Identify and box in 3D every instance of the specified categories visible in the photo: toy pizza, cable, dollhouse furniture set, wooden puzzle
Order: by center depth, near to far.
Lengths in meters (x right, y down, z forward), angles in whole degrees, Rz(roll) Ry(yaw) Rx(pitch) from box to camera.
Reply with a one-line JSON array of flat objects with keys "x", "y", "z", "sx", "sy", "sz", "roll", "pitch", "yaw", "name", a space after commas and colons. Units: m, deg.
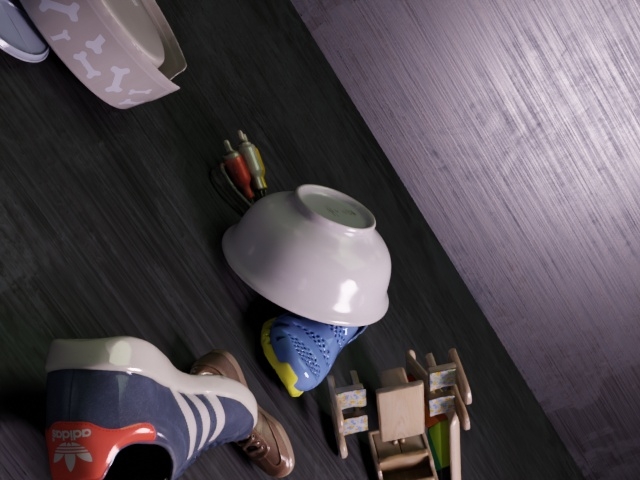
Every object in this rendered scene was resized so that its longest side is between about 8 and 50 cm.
[{"x": -0.424, "y": -0.308, "z": 1.112, "sx": 0.201, "sy": 0.032, "sz": 0.201, "roll": 52, "pitch": 16, "yaw": -22, "name": "toy pizza"}, {"x": 0.136, "y": 0.323, "z": 1.413, "sx": 0.242, "sy": 0.212, "sz": 0.161, "roll": 82, "pitch": -5, "yaw": -45, "name": "dollhouse furniture set"}, {"x": -0.103, "y": -0.058, "z": 1.573, "sx": 0.287, "sy": 0.072, "sz": 0.139, "roll": 60, "pitch": 22, "yaw": -4, "name": "cable"}, {"x": 0.201, "y": 0.351, "z": 1.623, "sx": 0.239, "sy": 0.044, "sz": 0.221, "roll": -123, "pitch": -156, "yaw": -62, "name": "wooden puzzle"}]

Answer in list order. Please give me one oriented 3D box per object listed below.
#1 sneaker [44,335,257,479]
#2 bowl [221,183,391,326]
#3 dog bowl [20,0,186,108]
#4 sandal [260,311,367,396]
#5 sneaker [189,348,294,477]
[{"x": -0.169, "y": 0.205, "z": 0.897, "sx": 0.350, "sy": 0.131, "sz": 0.148, "roll": 42, "pitch": 46, "yaw": -61, "name": "sneaker"}, {"x": 0.000, "y": 0.000, "z": 1.429, "sx": 0.297, "sy": 0.134, "sz": 0.298, "roll": 21, "pitch": 24, "yaw": -10, "name": "bowl"}, {"x": -0.328, "y": -0.346, "z": 1.270, "sx": 0.349, "sy": 0.102, "sz": 0.349, "roll": 59, "pitch": 9, "yaw": -14, "name": "dog bowl"}, {"x": 0.000, "y": 0.146, "z": 1.428, "sx": 0.126, "sy": 0.138, "sz": 0.317, "roll": 60, "pitch": 18, "yaw": -8, "name": "sandal"}, {"x": -0.108, "y": 0.233, "z": 1.122, "sx": 0.188, "sy": 0.066, "sz": 0.071, "roll": 56, "pitch": 33, "yaw": 3, "name": "sneaker"}]
